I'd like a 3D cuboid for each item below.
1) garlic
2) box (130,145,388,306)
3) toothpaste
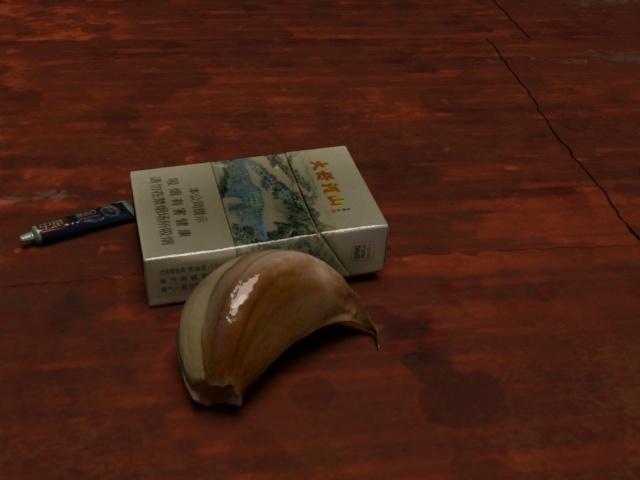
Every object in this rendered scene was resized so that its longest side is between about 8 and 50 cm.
[{"bbox_3d":[-0.050,0.061,0.819,0.206,0.115,0.128,-20,35,-34],"label":"garlic"},{"bbox_3d":[-0.072,-0.022,0.955,0.256,0.069,0.164,-8,39,-13],"label":"box"},{"bbox_3d":[-0.275,-0.020,0.989,0.140,0.021,0.037,-19,46,-33],"label":"toothpaste"}]
